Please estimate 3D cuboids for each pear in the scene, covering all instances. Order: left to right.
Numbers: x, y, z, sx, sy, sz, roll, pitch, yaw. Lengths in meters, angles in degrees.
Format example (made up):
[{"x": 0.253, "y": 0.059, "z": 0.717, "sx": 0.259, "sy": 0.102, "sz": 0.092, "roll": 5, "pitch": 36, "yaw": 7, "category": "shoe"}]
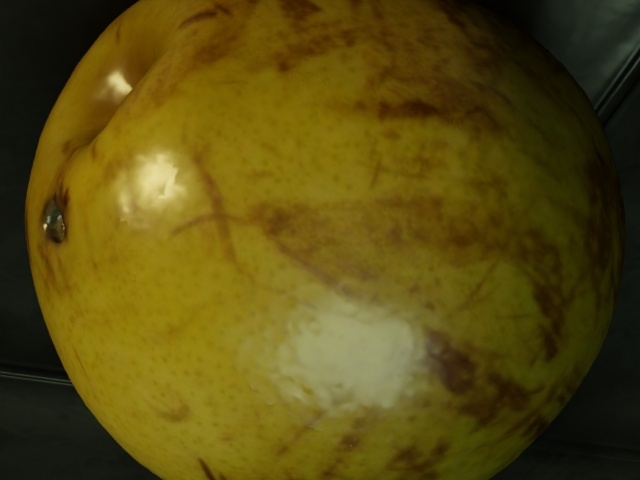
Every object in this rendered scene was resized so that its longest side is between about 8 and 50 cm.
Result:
[{"x": 0.000, "y": 0.000, "z": 0.809, "sx": 0.281, "sy": 0.280, "sz": 0.280, "roll": -5, "pitch": 141, "yaw": -4, "category": "pear"}]
